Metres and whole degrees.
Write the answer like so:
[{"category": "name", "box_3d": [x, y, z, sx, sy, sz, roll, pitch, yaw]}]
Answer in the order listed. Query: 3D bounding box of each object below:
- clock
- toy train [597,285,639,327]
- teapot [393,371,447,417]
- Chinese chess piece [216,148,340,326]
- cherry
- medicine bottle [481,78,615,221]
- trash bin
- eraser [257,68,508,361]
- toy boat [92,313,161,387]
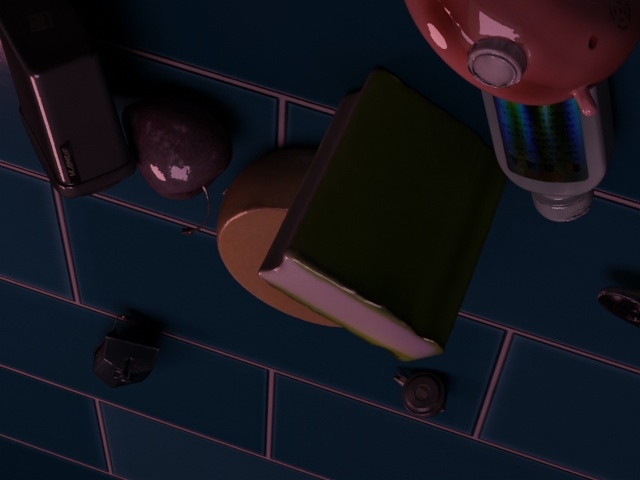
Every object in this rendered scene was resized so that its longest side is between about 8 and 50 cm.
[{"category": "clock", "box_3d": [0.178, -0.227, 1.126, 0.227, 0.241, 0.142, 34, 143, -14]}, {"category": "toy train", "box_3d": [0.442, 0.101, 1.607, 0.234, 0.051, 0.052, 27, 147, 1]}, {"category": "teapot", "box_3d": [0.147, 0.223, 1.965, 0.088, 0.066, 0.057, 32, 172, 29]}, {"category": "Chinese chess piece", "box_3d": [0.000, 0.000, 1.688, 0.273, 0.102, 0.273, 15, 146, 10]}, {"category": "cherry", "box_3d": [-0.186, -0.102, 1.652, 0.148, 0.115, 0.188, 20, 158, -18]}, {"category": "medicine bottle", "box_3d": [0.239, -0.113, 1.392, 0.121, 0.083, 0.229, 8, 143, 24]}, {"category": "trash bin", "box_3d": [-0.298, -0.166, 1.574, 0.236, 0.101, 0.177, 84, 159, -50]}, {"category": "eraser", "box_3d": [0.077, -0.024, 1.445, 0.210, 0.274, 0.092, 32, 145, -15]}, {"category": "toy boat", "box_3d": [-0.319, 0.187, 2.181, 0.093, 0.103, 0.246, 15, 163, -12]}]
